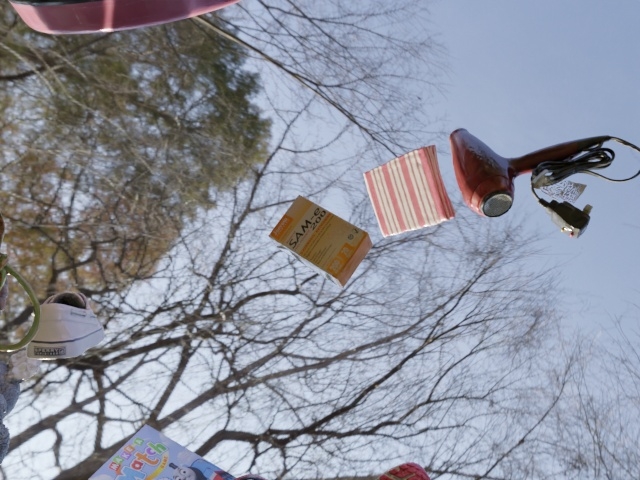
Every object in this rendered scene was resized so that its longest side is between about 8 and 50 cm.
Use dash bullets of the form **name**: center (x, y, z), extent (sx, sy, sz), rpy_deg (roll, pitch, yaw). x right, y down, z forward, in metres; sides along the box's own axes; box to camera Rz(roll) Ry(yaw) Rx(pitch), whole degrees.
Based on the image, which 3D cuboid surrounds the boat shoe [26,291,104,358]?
- **boat shoe**: center (-0.379, 0.119, 0.843), extent (0.095, 0.258, 0.084), rpy_deg (2, -92, -20)

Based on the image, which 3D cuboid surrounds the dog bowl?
- **dog bowl**: center (-0.236, -0.391, 0.714), extent (0.407, 0.408, 0.150), rpy_deg (11, -48, 25)

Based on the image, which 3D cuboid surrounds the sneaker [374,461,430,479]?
- **sneaker**: center (0.100, 0.554, 1.083), extent (0.121, 0.112, 0.299), rpy_deg (38, -90, 5)

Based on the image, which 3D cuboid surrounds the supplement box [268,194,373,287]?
- **supplement box**: center (0.000, 0.000, 0.617), extent (0.098, 0.036, 0.062), rpy_deg (30, -103, 25)

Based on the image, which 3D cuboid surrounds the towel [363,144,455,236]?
- **towel**: center (0.167, -0.091, 1.074), extent (0.197, 0.029, 0.144), rpy_deg (-17, -91, 55)

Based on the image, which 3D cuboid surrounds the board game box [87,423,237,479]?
- **board game box**: center (-0.242, 0.402, 0.895), extent (0.211, 0.160, 0.039), rpy_deg (26, -72, 8)

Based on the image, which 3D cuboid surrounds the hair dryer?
- **hair dryer**: center (0.322, -0.108, 0.876), extent (0.293, 0.223, 0.080), rpy_deg (29, -36, 34)

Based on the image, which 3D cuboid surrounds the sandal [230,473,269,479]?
- **sandal**: center (-0.063, 0.244, 0.509), extent (0.067, 0.179, 0.040), rpy_deg (-54, -141, 16)

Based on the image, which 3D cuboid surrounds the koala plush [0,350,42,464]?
- **koala plush**: center (-0.578, 0.276, 0.921), extent (0.196, 0.221, 0.203), rpy_deg (-41, -80, 6)

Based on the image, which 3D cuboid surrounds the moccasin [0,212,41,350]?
- **moccasin**: center (-0.310, 0.030, 0.437), extent (0.380, 0.147, 0.139), rpy_deg (-39, -121, 44)
